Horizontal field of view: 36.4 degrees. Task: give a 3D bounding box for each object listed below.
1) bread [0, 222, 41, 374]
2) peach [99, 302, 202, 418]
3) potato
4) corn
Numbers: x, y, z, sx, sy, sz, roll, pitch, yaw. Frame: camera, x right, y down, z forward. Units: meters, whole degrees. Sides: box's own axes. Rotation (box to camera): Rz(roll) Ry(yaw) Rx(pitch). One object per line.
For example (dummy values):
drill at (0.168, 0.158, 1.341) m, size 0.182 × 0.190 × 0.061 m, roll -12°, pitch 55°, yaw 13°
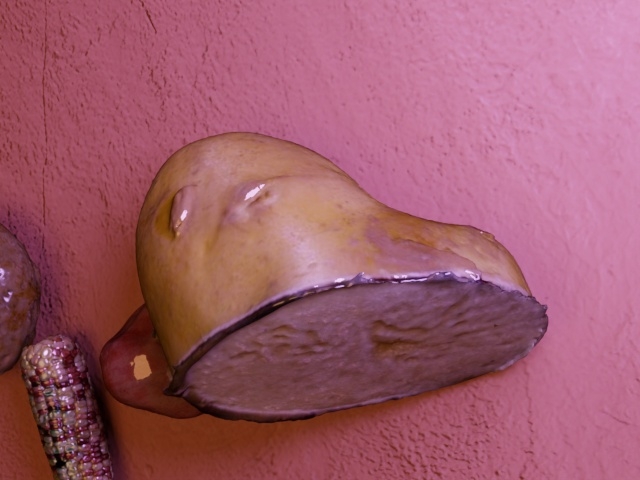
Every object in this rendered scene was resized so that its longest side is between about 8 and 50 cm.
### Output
bread at (-0.466, 0.073, 1.292) m, size 0.230 × 0.123 × 0.230 m, roll 3°, pitch 98°, yaw 26°
peach at (-0.190, 0.144, 1.177) m, size 0.152 × 0.152 × 0.152 m, roll 2°, pitch 96°, yaw 24°
potato at (0.000, 0.000, 1.023) m, size 0.397 × 0.290 × 0.296 m, roll -17°, pitch 59°, yaw 6°
corn at (-0.322, 0.246, 1.264) m, size 0.086 × 0.086 × 0.253 m, roll -17°, pitch 90°, yaw 25°
